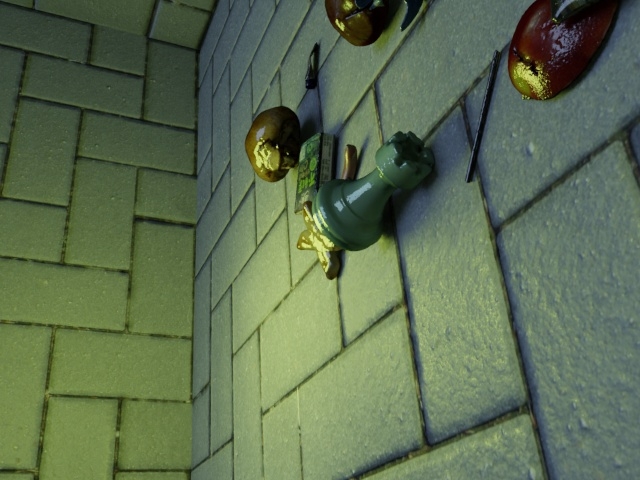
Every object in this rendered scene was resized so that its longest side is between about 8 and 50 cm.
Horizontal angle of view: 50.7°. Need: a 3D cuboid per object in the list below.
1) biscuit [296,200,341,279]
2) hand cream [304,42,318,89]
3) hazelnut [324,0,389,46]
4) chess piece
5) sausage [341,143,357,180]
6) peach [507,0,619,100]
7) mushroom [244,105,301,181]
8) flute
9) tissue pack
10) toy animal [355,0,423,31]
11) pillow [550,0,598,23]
[{"bbox_3d":[0.000,-0.001,1.953,0.208,0.047,0.164,46,132,46],"label":"biscuit"},{"bbox_3d":[-0.031,-0.599,2.322,0.062,0.039,0.163,117,158,-72],"label":"hand cream"},{"bbox_3d":[0.106,-0.630,1.824,0.204,0.178,0.178,63,177,-32],"label":"hazelnut"},{"bbox_3d":[0.131,-0.123,1.597,0.299,0.195,0.194,-44,42,43],"label":"chess piece"},{"bbox_3d":[0.073,-0.184,1.905,0.040,0.047,0.176,-108,30,-68],"label":"sausage"},{"bbox_3d":[0.404,-0.359,1.151,0.279,0.068,0.189,121,147,-42],"label":"peach"},{"bbox_3d":[-0.154,-0.322,2.266,0.283,0.195,0.263,-114,41,-68],"label":"mushroom"},{"bbox_3d":[0.327,-0.249,1.364,0.014,0.014,0.269,-150,71,-66],"label":"flute"},{"bbox_3d":[-0.017,-0.203,2.094,0.173,0.073,0.235,160,116,-65],"label":"tissue pack"},{"bbox_3d":[0.170,-0.647,1.647,0.176,0.239,0.255,-33,16,45],"label":"toy animal"},{"bbox_3d":[0.448,-0.473,1.061,0.212,0.052,0.208,-24,57,44],"label":"pillow"}]
